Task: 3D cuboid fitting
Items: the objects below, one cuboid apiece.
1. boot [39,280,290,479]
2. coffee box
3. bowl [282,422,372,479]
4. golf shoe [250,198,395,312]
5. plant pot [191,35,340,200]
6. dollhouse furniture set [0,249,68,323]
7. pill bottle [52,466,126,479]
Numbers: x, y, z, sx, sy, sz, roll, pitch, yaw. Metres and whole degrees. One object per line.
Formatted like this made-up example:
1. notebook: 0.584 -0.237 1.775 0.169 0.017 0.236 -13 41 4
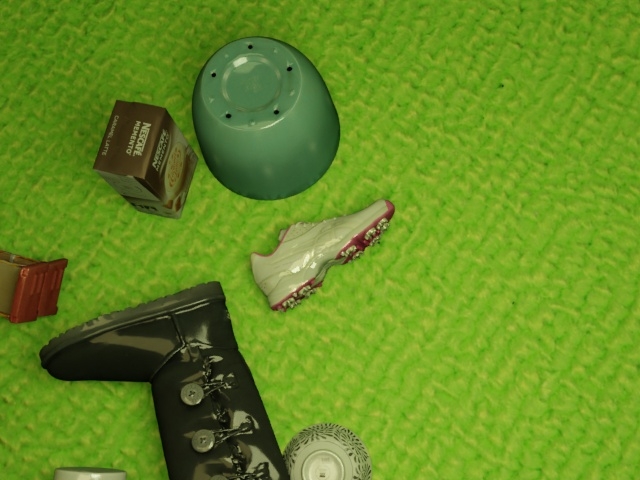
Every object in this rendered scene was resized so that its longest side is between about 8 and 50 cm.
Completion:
1. boot: -0.276 0.337 1.332 0.367 0.146 0.445 -21 74 -2
2. coffee box: -0.322 -0.146 1.411 0.098 0.246 0.141 12 77 8
3. bowl: 0.008 0.411 1.328 0.170 0.080 0.170 -1 76 4
4. golf shoe: 0.000 0.000 1.420 0.306 0.115 0.140 -37 73 -6
5. plant pot: -0.115 -0.250 1.428 0.293 0.235 0.293 -1 75 5
6. dollhouse furniture set: -0.648 0.192 1.424 0.201 0.152 0.374 17 95 8
7. pill bottle: -0.415 0.534 1.293 0.153 0.153 0.265 3 75 5
